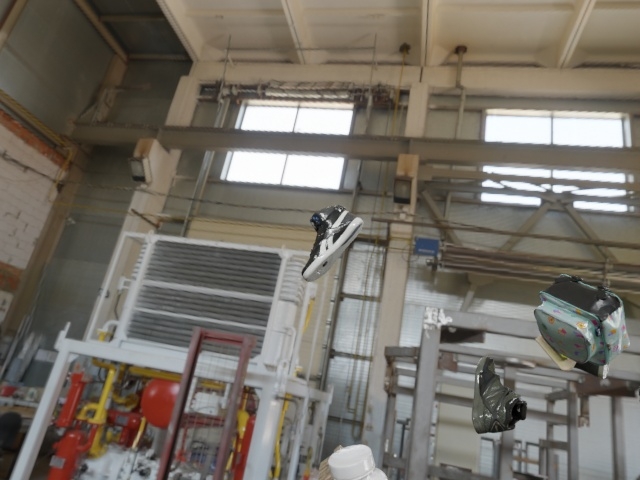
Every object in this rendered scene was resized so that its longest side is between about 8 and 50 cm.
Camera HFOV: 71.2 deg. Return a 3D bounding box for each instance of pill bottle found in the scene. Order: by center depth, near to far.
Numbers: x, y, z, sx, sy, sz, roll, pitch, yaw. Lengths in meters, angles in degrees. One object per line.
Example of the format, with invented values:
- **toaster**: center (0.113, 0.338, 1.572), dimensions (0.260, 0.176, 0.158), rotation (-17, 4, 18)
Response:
- **pill bottle**: center (0.098, 0.599, 0.996), dimensions (0.137, 0.245, 0.136), rotation (-16, -3, -1)

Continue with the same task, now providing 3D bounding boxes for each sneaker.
- **sneaker**: center (0.000, 0.000, 1.158), dimensions (0.121, 0.217, 0.079), rotation (36, -18, 23)
- **sneaker**: center (0.472, 0.400, 1.170), dimensions (0.131, 0.227, 0.087), rotation (-11, -62, 27)
- **sneaker**: center (0.908, 0.347, 1.514), dimensions (0.083, 0.221, 0.118), rotation (-5, 10, -44)

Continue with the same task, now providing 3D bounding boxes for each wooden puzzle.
- **wooden puzzle**: center (0.811, 0.279, 1.473), dimensions (0.044, 0.238, 0.221), rotation (23, 15, -3)

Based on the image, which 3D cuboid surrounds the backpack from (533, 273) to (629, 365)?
- **backpack**: center (0.594, 0.195, 1.017), dimensions (0.188, 0.144, 0.166), rotation (52, -11, -26)

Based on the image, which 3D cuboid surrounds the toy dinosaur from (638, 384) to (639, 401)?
- **toy dinosaur**: center (0.655, 0.205, 0.809), dimensions (0.064, 0.267, 0.118), rotation (13, 3, -12)

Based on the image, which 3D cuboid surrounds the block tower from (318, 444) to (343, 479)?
- **block tower**: center (0.048, 0.740, 1.270), dimensions (0.091, 0.097, 0.335), rotation (48, 11, -5)
